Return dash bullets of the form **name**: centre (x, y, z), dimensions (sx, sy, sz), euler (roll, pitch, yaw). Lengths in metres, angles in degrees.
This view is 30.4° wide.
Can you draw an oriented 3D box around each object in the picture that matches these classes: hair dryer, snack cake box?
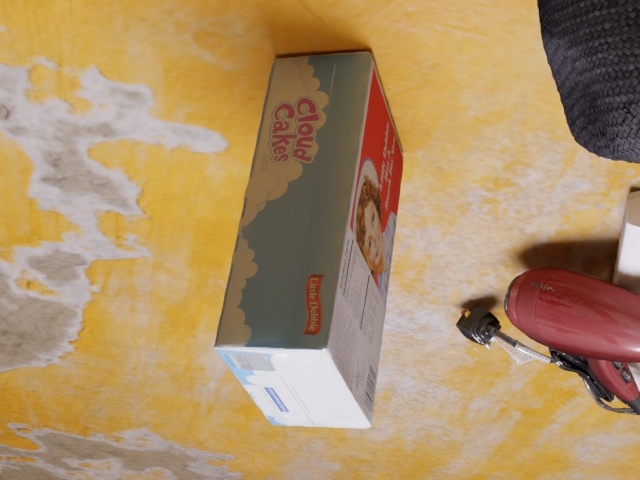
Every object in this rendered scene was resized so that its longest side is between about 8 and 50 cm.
- **hair dryer**: centre (0.282, 0.098, 1.187), dimensions (0.223, 0.080, 0.293), euler (26, 167, -9)
- **snack cake box**: centre (0.000, 0.000, 0.944), dimensions (0.089, 0.264, 0.152), euler (0, 149, 17)

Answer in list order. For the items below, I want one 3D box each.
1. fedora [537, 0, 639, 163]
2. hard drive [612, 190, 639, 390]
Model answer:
- **fedora**: centre (0.228, -0.116, 0.656), dimensions (0.333, 0.153, 0.334), euler (2, -178, 0)
- **hard drive**: centre (0.408, 0.066, 1.171), dimensions (0.233, 0.047, 0.353), euler (3, 150, 11)
